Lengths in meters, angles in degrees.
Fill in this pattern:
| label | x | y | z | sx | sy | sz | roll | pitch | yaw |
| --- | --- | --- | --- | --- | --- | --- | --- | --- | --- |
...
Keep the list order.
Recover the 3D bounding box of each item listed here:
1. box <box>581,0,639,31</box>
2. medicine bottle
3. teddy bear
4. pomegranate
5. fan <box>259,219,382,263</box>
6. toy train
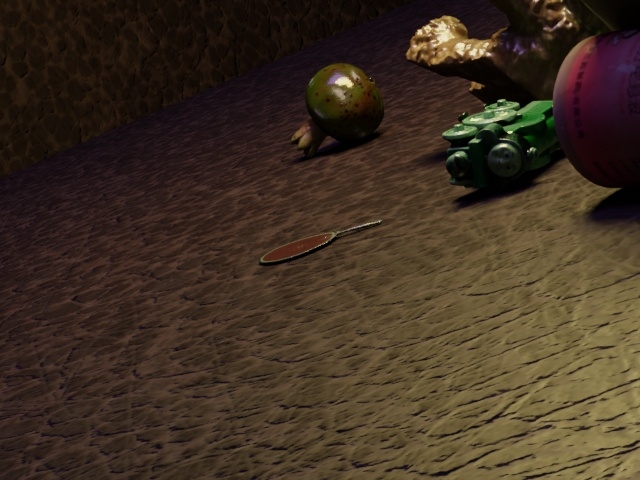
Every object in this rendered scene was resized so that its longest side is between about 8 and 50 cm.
| label | x | y | z | sx | sy | sz | roll | pitch | yaw |
| --- | --- | --- | --- | --- | --- | --- | --- | --- | --- |
| box | 0.405 | -0.260 | 1.485 | 0.344 | 0.352 | 0.177 | -10 | 50 | 50 |
| medicine bottle | 0.321 | -0.120 | 1.473 | 0.147 | 0.147 | 0.247 | -26 | 12 | -35 |
| teddy bear | 0.258 | -0.251 | 1.969 | 0.246 | 0.222 | 0.296 | 26 | -2 | -31 |
| pomegranate | 0.018 | -0.172 | 2.369 | 0.142 | 0.114 | 0.114 | -42 | 7 | 11 |
| fan | 0.000 | 0.000 | 1.784 | 0.133 | 0.005 | 0.085 | -18 | 10 | 6 |
| toy train | 0.195 | -0.099 | 1.789 | 0.105 | 0.071 | 0.178 | 1 | 18 | 31 |
